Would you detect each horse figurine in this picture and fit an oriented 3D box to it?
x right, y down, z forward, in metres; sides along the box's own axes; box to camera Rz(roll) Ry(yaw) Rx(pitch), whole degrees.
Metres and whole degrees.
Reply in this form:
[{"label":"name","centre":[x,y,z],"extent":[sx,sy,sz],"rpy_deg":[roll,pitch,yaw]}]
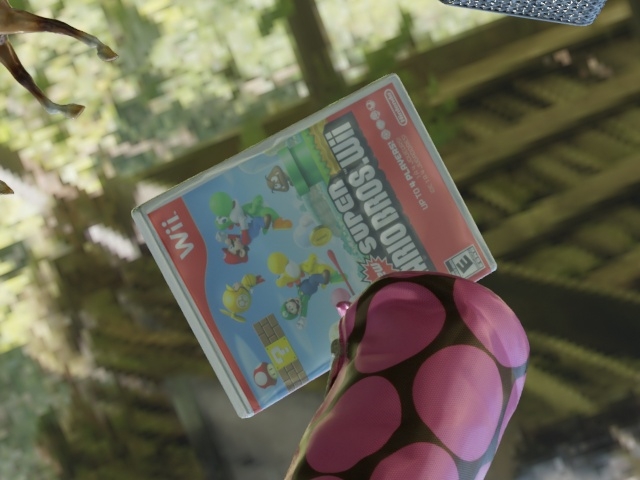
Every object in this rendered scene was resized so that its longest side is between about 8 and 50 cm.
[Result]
[{"label":"horse figurine","centre":[-0.278,-0.116,1.474],"extent":[0.263,0.174,0.066],"rpy_deg":[-51,179,2]}]

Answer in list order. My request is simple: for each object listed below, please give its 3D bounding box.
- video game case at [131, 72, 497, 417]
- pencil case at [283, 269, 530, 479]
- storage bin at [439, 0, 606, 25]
[{"label":"video game case","centre":[0.000,0.000,1.719],"extent":[0.285,0.204,0.025],"rpy_deg":[-29,-176,-26]},{"label":"pencil case","centre":[0.016,0.114,0.862],"extent":[0.098,0.095,0.209],"rpy_deg":[15,-127,19]},{"label":"storage bin","centre":[0.210,-0.301,1.997],"extent":[0.180,0.122,0.084],"rpy_deg":[8,153,-9]}]
